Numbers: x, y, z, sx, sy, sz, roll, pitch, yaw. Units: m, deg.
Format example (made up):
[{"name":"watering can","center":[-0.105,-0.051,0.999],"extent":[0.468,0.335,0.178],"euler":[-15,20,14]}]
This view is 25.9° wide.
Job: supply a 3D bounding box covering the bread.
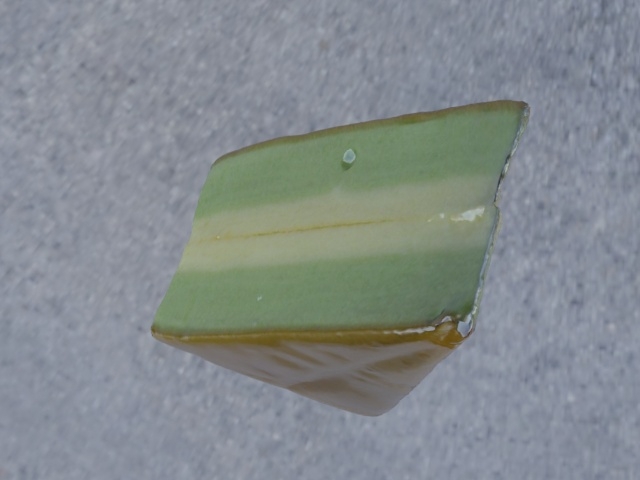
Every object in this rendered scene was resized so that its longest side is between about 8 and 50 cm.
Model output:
[{"name":"bread","center":[0.001,-0.001,0.414],"extent":[0.084,0.074,0.139],"euler":[20,164,-2]}]
